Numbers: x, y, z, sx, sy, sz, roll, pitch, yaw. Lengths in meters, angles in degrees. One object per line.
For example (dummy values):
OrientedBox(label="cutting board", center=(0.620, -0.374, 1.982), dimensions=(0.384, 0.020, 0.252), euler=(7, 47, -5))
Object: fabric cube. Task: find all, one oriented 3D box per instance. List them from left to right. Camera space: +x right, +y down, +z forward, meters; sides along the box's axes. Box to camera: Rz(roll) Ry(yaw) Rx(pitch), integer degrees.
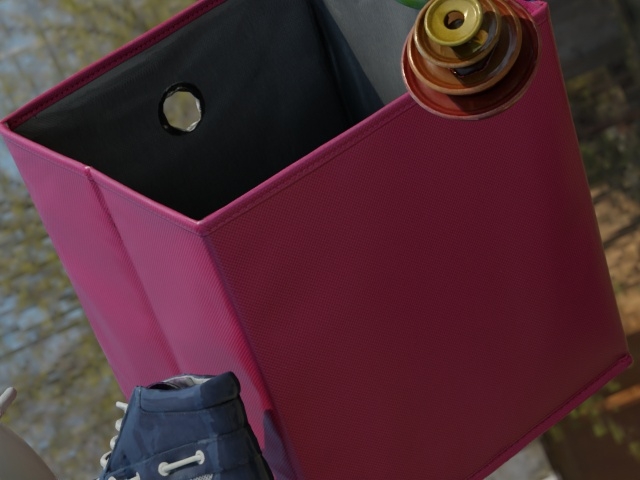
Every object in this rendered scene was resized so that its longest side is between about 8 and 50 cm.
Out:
OrientedBox(label="fabric cube", center=(0.000, 0.000, 1.008), dimensions=(0.259, 0.254, 0.258), euler=(25, 143, 51))

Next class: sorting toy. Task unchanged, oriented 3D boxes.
OrientedBox(label="sorting toy", center=(0.048, -0.091, 0.548), dimensions=(0.042, 0.061, 0.102), euler=(51, -158, -61))

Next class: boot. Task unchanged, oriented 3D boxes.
OrientedBox(label="boot", center=(-0.091, 0.119, 0.896), dimensions=(0.190, 0.069, 0.086), euler=(-13, 92, 50))

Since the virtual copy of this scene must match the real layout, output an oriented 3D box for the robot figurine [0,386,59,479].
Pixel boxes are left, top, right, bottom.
OrientedBox(label="robot figurine", center=(-0.239, 0.212, 0.748), dimensions=(0.199, 0.353, 0.300), euler=(30, 165, -8))
